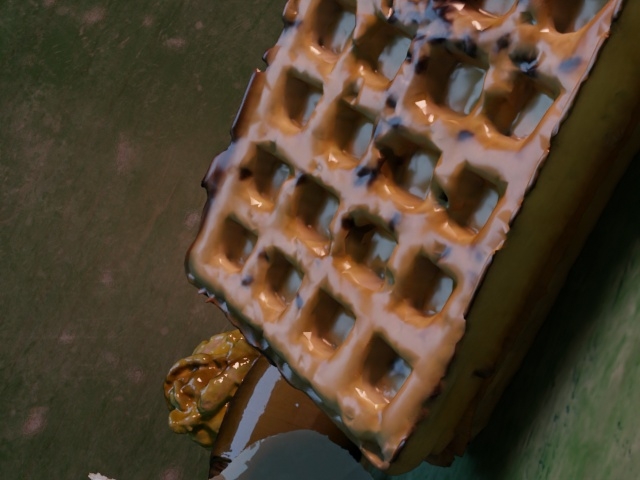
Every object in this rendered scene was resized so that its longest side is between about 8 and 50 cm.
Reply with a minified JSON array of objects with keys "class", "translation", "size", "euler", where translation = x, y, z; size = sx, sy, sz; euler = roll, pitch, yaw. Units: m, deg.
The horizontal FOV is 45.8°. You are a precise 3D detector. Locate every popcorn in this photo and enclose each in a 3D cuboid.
[{"class":"popcorn","translation":[-0.149,0.269,1.361],"size":[0.212,0.259,0.259],"euler":[-38,15,21]}]

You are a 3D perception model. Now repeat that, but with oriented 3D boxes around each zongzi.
[{"class":"zongzi","translation":[-0.034,0.203,0.867],"size":[0.274,0.145,0.300],"euler":[-65,2,-18]}]

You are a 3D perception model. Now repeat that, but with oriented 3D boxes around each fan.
[{"class":"fan","translation":[-0.093,0.243,0.678],"size":[0.010,0.310,0.182],"euler":[56,-133,-48]}]

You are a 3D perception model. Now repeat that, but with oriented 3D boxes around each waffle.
[{"class":"waffle","translation":[0.069,-0.071,0.489],"size":[0.261,0.114,0.376],"euler":[41,111,41]}]
